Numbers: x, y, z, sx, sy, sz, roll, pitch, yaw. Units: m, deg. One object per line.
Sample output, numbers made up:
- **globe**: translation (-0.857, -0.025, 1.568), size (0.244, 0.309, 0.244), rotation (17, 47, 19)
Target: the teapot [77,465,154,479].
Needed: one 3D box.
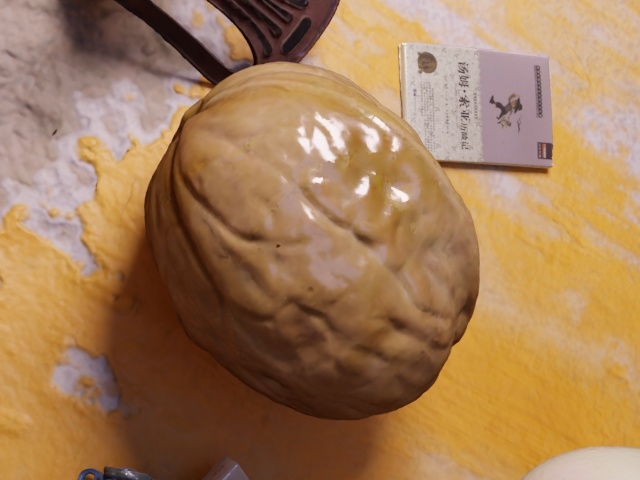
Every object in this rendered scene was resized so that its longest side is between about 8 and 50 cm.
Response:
- **teapot**: translation (-0.183, 0.240, 1.001), size (0.049, 0.064, 0.083), rotation (32, 65, -55)

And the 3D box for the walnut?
- **walnut**: translation (-0.002, 0.001, 0.991), size (0.313, 0.277, 0.252), rotation (41, 101, -18)

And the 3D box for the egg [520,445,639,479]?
- **egg**: translation (0.254, 0.309, 1.116), size (0.206, 0.162, 0.271), rotation (-52, 143, -52)

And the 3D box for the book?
- **book**: translation (0.167, -0.142, 1.213), size (0.182, 0.014, 0.127), rotation (2, 82, -22)

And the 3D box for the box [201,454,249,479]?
- **box**: translation (-0.127, 0.306, 0.997), size (0.220, 0.032, 0.122), rotation (-45, 128, -23)

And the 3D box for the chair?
- **chair**: translation (-0.142, -0.284, 1.027), size (0.175, 0.183, 0.326), rotation (-51, 147, 4)
